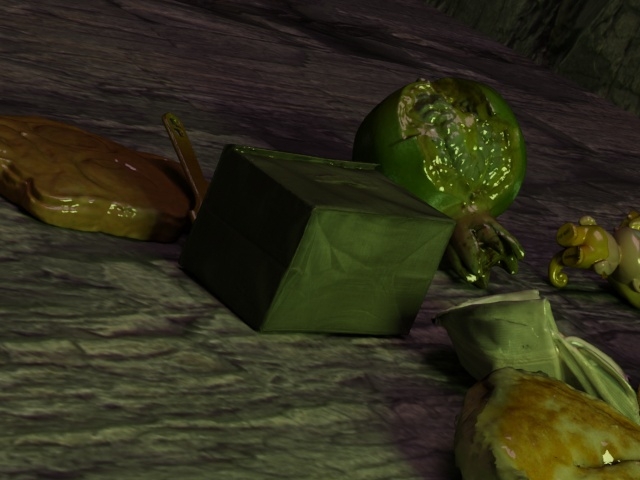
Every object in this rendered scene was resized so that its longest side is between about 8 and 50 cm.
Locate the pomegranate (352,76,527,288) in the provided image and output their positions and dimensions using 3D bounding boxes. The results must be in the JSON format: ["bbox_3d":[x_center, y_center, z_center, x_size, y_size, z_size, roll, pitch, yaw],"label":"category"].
[{"bbox_3d":[0.169,-0.071,2.228,0.236,0.236,0.302,6,54,-45],"label":"pomegranate"}]

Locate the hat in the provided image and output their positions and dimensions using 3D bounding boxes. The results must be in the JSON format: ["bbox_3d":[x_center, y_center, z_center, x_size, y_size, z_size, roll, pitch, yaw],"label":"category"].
[{"bbox_3d":[0.238,0.147,1.825,0.226,0.164,0.219,65,7,4],"label":"hat"}]

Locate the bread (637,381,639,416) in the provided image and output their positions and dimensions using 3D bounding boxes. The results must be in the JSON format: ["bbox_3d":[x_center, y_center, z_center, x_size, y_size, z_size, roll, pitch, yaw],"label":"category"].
[{"bbox_3d":[0.420,0.191,1.896,0.134,0.085,0.173,36,19,25],"label":"bread"}]

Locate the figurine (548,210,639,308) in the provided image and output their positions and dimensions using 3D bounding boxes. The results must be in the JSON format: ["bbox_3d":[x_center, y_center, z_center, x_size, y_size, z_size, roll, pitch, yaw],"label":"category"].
[{"bbox_3d":[0.424,0.027,2.368,0.246,0.131,0.156,13,53,-34],"label":"figurine"}]

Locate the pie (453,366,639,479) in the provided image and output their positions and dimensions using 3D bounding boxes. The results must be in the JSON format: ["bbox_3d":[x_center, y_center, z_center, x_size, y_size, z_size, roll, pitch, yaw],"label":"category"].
[{"bbox_3d":[0.273,0.235,1.589,0.339,0.077,0.339,25,20,-10],"label":"pie"}]

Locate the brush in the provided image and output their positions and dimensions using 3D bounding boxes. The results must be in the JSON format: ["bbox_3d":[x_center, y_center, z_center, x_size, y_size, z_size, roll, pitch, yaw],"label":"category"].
[{"bbox_3d":[-0.137,-0.061,1.921,0.082,0.010,0.218,20,38,-51],"label":"brush"}]

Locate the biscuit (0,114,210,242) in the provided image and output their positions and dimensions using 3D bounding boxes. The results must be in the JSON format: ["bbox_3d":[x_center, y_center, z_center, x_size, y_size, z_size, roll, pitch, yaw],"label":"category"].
[{"bbox_3d":[-0.271,-0.081,1.911,0.376,0.051,0.269,8,20,-40],"label":"biscuit"}]

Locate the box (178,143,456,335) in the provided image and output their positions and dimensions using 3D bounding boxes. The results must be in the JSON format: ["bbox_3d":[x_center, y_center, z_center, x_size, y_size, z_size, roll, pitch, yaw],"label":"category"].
[{"bbox_3d":[0.000,0.000,1.823,0.231,0.155,0.149,6,23,-47],"label":"box"}]
